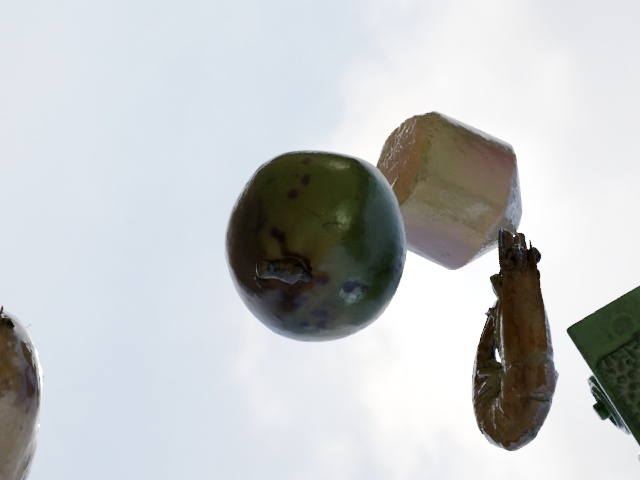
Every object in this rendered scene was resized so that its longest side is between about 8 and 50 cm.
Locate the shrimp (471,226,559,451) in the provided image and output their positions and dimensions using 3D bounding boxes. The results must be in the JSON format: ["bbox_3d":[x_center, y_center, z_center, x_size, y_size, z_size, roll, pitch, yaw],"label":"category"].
[{"bbox_3d":[0.150,0.077,1.385,0.099,0.041,0.180,150,-55,-60],"label":"shrimp"}]

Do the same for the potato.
[{"bbox_3d":[-0.278,0.133,1.257,0.235,0.128,0.161,-30,-111,49],"label":"potato"}]

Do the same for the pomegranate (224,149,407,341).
[{"bbox_3d":[-0.009,0.000,1.438,0.156,0.156,0.220,-48,-168,-2],"label":"pomegranate"}]

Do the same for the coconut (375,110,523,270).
[{"bbox_3d":[0.132,-0.046,1.773,0.147,0.153,0.147,-57,-161,32],"label":"coconut"}]

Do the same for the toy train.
[{"bbox_3d":[0.400,0.189,2.016,0.145,0.202,0.266,-31,-114,-1],"label":"toy train"}]
